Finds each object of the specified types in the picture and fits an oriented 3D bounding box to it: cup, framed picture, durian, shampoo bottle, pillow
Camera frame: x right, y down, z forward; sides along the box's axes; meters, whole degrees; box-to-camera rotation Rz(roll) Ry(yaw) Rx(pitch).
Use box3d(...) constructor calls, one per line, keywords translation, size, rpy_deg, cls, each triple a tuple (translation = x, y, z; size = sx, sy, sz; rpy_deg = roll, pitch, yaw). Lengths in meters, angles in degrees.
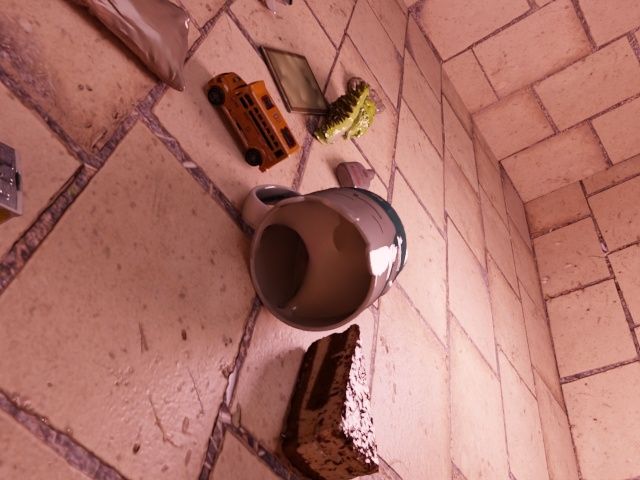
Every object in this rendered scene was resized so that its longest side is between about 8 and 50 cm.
box3d(translation=(0.000, 0.000, 1.071), size=(0.290, 0.219, 0.258), rpy_deg=(36, 22, 14), cls="cup")
box3d(translation=(-0.055, -0.380, 1.495), size=(0.231, 0.010, 0.173), rpy_deg=(-18, 83, -63), cls="framed picture")
box3d(translation=(0.081, -0.330, 1.587), size=(0.375, 0.107, 0.132), rpy_deg=(-55, 133, -54), cls="durian")
box3d(translation=(0.093, -0.158, 1.540), size=(0.165, 0.040, 0.080), rpy_deg=(-18, 82, -63), cls="shampoo bottle")
box3d(translation=(-0.300, -0.377, 0.982), size=(0.270, 0.067, 0.173), rpy_deg=(40, 41, -40), cls="pillow")

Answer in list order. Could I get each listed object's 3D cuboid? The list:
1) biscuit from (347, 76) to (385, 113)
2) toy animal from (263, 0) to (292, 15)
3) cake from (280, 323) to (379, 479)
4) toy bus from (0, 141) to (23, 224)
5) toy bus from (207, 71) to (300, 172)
box3d(translation=(0.130, -0.427, 1.853), size=(0.133, 0.032, 0.250), rpy_deg=(60, 28, -7), cls="biscuit")
box3d(translation=(-0.122, -0.652, 1.495), size=(0.127, 0.131, 0.181), rpy_deg=(16, 61, -30), cls="toy animal")
box3d(translation=(0.031, 0.265, 0.987), size=(0.135, 0.112, 0.246), rpy_deg=(57, 24, -21), cls="cake")
box3d(translation=(-0.387, -0.077, 0.517), size=(0.268, 0.106, 0.092), rpy_deg=(23, 47, -56), cls="toy bus")
box3d(translation=(-0.122, -0.230, 1.153), size=(0.194, 0.088, 0.083), rpy_deg=(59, 28, -12), cls="toy bus")
